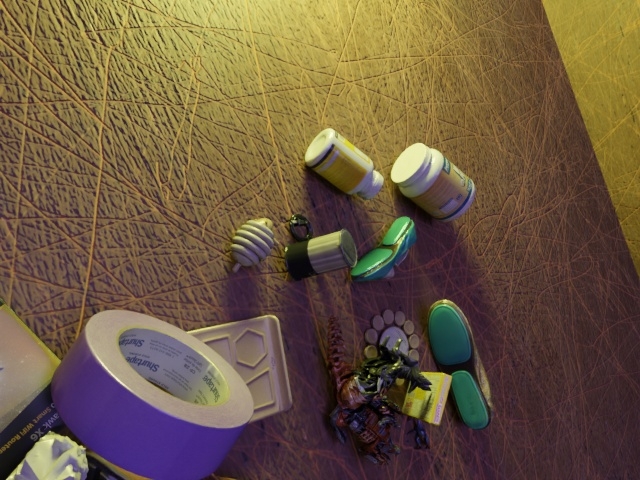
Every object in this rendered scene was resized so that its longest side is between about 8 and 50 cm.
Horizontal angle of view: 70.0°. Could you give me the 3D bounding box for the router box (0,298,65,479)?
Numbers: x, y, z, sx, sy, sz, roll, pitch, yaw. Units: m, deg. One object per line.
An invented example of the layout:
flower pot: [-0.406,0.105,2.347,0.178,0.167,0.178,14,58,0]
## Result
router box: [-0.510,0.238,0.598,0.243,0.081,0.309,53,55,-14]

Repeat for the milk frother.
milk frother: [0.000,0.000,0.986,0.129,0.134,0.143,-20,94,-68]

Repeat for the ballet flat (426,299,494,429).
ballet flat: [0.371,0.316,1.205,0.123,0.123,0.349,-18,89,-37]

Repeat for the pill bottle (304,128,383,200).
pill bottle: [0.060,-0.175,1.091,0.184,0.103,0.103,33,62,-25]

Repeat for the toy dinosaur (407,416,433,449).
toy dinosaur: [0.240,0.469,1.122,0.090,0.047,0.082,37,44,-62]

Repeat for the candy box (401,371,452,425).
candy box: [0.235,0.351,1.029,0.027,0.206,0.105,19,74,-1]

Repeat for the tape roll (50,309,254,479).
tape roll: [-0.236,0.217,0.675,0.274,0.275,0.090,32,91,-26]

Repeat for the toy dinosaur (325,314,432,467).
toy dinosaur: [0.104,0.319,0.983,0.218,0.164,0.322,-26,114,-14]

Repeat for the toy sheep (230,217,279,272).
toy sheep: [-0.137,0.010,0.920,0.091,0.091,0.132,37,65,-23]

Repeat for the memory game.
memory game: [0.178,0.262,1.129,0.186,0.012,0.186,9,74,-33]

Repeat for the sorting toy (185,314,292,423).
sorting toy: [-0.165,0.255,0.874,0.208,0.038,0.193,-7,83,-32]

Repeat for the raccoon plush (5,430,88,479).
raccoon plush: [-0.279,0.426,0.525,0.299,0.446,0.216,38,45,-7]

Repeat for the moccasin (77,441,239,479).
moccasin: [-0.213,0.396,0.741,0.380,0.139,0.147,36,36,-25]

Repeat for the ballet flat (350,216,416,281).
ballet flat: [0.170,0.043,1.137,0.247,0.083,0.087,-45,120,-32]

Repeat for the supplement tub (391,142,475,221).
supplement tub: [0.303,-0.155,1.234,0.199,0.144,0.145,32,62,-26]
